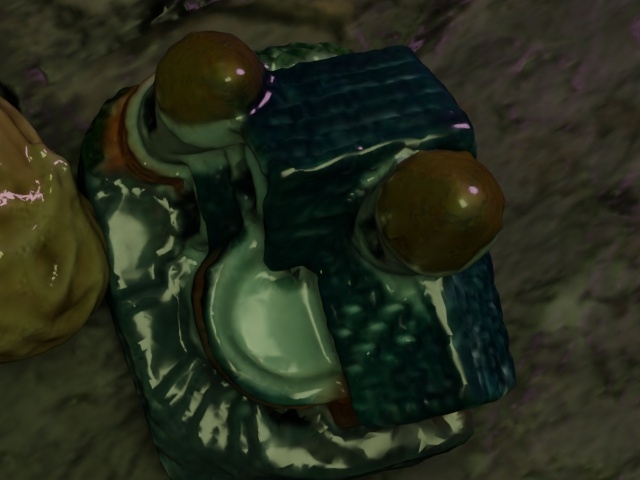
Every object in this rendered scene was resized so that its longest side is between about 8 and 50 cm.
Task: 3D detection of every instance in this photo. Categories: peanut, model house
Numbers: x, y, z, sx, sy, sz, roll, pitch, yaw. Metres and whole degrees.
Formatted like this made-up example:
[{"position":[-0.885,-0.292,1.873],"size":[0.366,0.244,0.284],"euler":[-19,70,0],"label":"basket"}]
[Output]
[{"position":[-0.254,-0.053,0.886],"size":[0.325,0.153,0.140],"euler":[40,37,-6],"label":"peanut"},{"position":[0.000,0.000,0.864],"size":[0.184,0.291,0.253],"euler":[-12,84,-18],"label":"model house"}]
